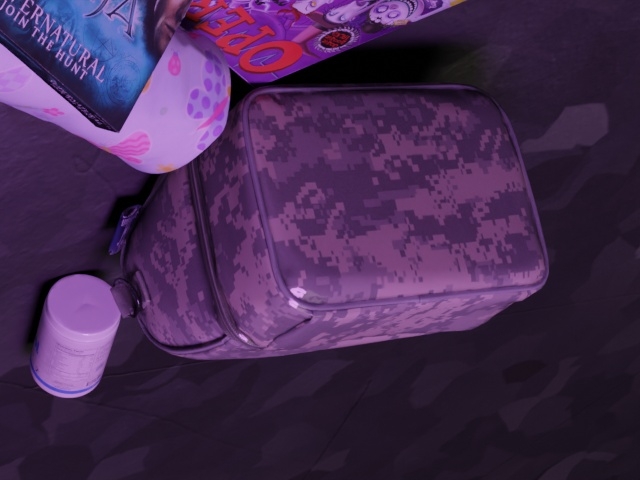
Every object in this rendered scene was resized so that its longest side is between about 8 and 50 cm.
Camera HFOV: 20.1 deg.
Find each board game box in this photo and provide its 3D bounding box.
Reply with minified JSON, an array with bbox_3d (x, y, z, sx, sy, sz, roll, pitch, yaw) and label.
[{"bbox_3d":[-0.035,-0.225,1.282,0.208,0.056,0.347,-17,157,19],"label":"board game box"},{"bbox_3d":[-0.157,-0.168,1.139,0.186,0.026,0.126,42,71,-49],"label":"board game box"}]

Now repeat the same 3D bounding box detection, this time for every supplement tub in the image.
[{"bbox_3d":[-0.224,0.088,1.647,0.071,0.071,0.107,-13,147,-28],"label":"supplement tub"}]

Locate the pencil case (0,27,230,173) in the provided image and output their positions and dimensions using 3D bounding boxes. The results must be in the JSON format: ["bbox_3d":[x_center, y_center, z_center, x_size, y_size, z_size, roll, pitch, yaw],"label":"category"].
[{"bbox_3d":[-0.181,-0.134,1.243,0.273,0.124,0.113,24,85,-51],"label":"pencil case"}]

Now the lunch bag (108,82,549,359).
[{"bbox_3d":[0.000,0.000,1.567,0.305,0.213,0.256,-5,161,-34],"label":"lunch bag"}]
